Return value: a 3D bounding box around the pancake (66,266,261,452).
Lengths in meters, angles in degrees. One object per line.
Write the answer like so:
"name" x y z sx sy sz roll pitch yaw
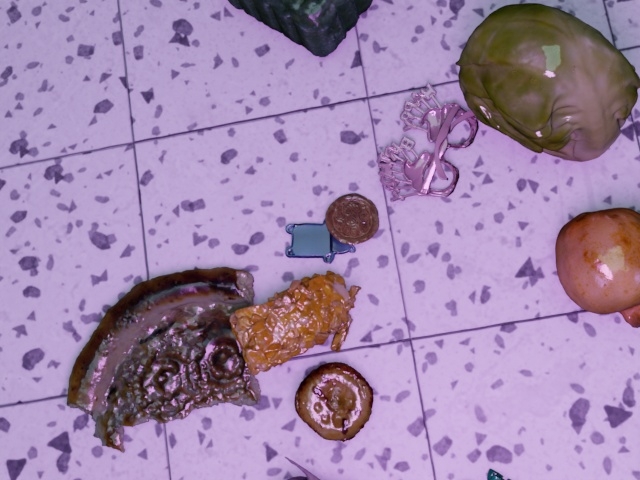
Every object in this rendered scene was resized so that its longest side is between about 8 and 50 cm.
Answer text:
"pancake" -0.306 0.223 1.606 0.427 0.067 0.304 -19 78 1

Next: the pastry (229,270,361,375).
"pastry" -0.037 0.154 1.553 0.250 0.102 0.154 -23 79 -13

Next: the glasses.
"glasses" 0.204 -0.188 1.611 0.162 0.095 0.255 20 79 16

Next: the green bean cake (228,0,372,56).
"green bean cake" -0.031 -0.576 1.683 0.308 0.169 0.300 33 85 14

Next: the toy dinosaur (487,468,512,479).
"toy dinosaur" 0.307 0.467 1.484 0.132 0.059 0.096 24 88 3

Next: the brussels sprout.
"brussels sprout" 0.403 -0.291 1.503 0.328 0.328 0.247 44 98 13

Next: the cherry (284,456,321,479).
"cherry" -0.001 0.519 1.447 0.214 0.184 0.265 11 96 18

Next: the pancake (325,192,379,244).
"pancake" 0.064 -0.043 1.629 0.115 0.011 0.114 1 67 -1

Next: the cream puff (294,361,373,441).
"cream puff" 0.028 0.300 1.537 0.149 0.084 0.148 -1 82 8

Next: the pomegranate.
"pomegranate" 0.513 0.038 1.470 0.207 0.207 0.207 -1 78 7

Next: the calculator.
"calculator" 0.000 0.000 1.636 0.141 0.019 0.094 0 79 6
